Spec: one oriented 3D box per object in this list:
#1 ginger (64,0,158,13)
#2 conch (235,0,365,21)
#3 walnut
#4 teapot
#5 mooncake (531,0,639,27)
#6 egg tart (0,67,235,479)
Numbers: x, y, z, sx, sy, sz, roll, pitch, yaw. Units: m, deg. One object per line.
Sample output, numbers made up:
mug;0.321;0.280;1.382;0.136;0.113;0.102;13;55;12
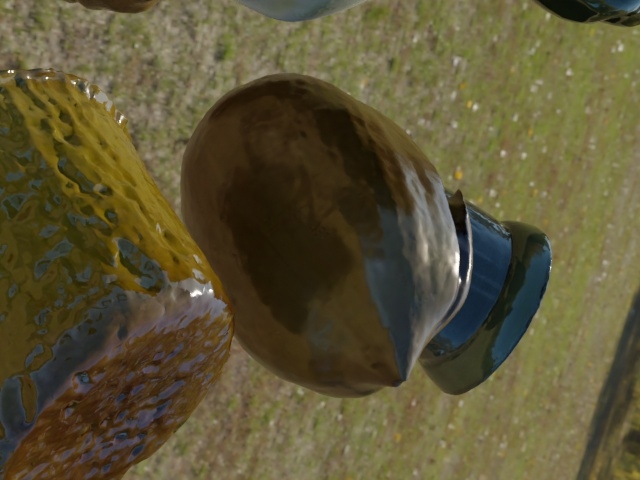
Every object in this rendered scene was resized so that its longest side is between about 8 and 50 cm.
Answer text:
ginger;-0.135;-0.342;0.832;0.357;0.274;0.152;-48;123;-2
conch;0.017;-0.214;0.436;0.255;0.158;0.127;-36;-163;35
walnut;0.000;0.000;0.695;0.297;0.203;0.203;-112;-168;-45
teapot;0.031;0.018;0.954;0.270;0.337;0.200;-65;-166;-20
mooncake;0.148;-0.309;0.655;0.194;0.356;0.356;-52;171;31
egg tart;-0.152;0.030;0.481;0.215;0.171;0.215;-38;154;-22
